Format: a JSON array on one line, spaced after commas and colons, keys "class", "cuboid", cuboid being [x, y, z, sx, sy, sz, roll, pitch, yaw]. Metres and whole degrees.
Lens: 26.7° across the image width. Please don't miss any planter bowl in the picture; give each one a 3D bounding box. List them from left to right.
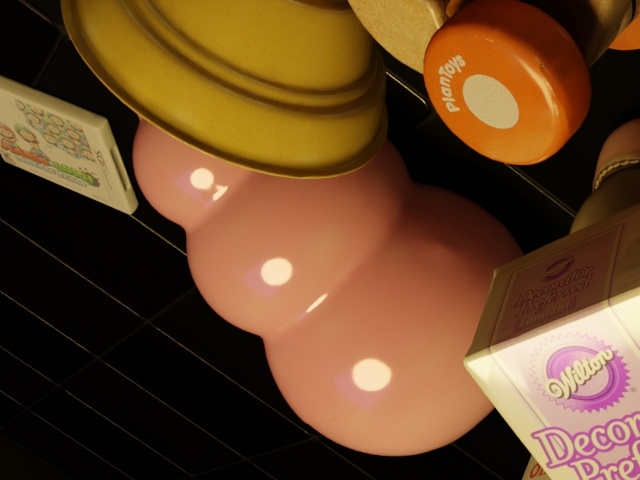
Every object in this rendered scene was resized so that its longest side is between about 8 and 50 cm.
[{"class": "planter bowl", "cuboid": [-0.035, -0.143, 0.798, 0.217, 0.217, 0.090, 32, 125, -2]}]

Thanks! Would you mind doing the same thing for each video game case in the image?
[{"class": "video game case", "cuboid": [-0.255, -0.095, 1.285, 0.157, 0.019, 0.143, 23, 154, 19]}]

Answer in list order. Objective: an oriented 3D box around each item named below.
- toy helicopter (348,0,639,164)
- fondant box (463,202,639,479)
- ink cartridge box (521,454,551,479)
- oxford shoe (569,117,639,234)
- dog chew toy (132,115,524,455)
[{"class": "toy helicopter", "cuboid": [0.056, -0.221, 0.625, 0.235, 0.140, 0.355, 29, 146, 27]}, {"class": "fondant box", "cuboid": [0.265, 0.116, 0.688, 0.238, 0.096, 0.330, -27, 109, 33]}, {"class": "ink cartridge box", "cuboid": [0.232, 0.318, 1.193, 0.117, 0.283, 0.207, 32, 156, -9]}, {"class": "oxford shoe", "cuboid": [0.327, 0.073, 0.791, 0.397, 0.146, 0.140, 24, 153, 14]}, {"class": "dog chew toy", "cuboid": [0.000, 0.000, 0.982, 0.332, 0.206, 0.206, 45, 153, -8]}]
